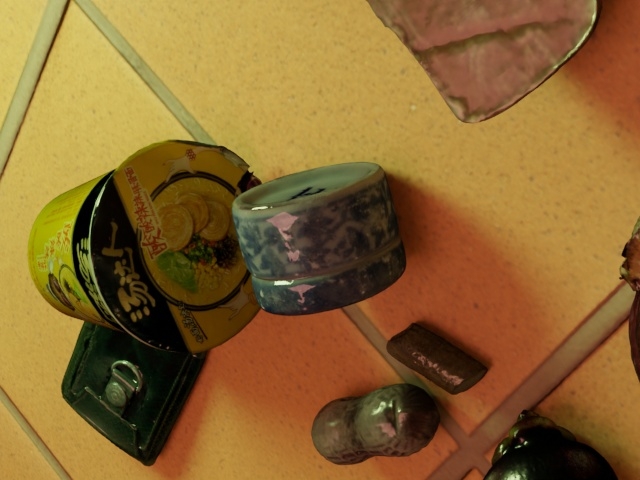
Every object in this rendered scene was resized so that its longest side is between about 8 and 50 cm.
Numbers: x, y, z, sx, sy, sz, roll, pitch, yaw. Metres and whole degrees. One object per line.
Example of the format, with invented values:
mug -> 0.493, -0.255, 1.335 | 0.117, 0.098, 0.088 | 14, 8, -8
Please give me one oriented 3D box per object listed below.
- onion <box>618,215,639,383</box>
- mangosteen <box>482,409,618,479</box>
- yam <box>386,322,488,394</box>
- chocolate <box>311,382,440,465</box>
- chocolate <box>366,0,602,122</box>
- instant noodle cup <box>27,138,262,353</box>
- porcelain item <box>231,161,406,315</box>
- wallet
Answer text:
onion -> 0.380, 0.051, 0.831 | 0.349, 0.159, 0.267 | 31, 141, 19
mangosteen -> 0.197, 0.218, 1.120 | 0.137, 0.137, 0.151 | -51, 39, 45
yam -> 0.109, 0.113, 1.196 | 0.094, 0.043, 0.043 | 33, 130, 27
chocolate -> 0.054, 0.184, 1.263 | 0.167, 0.072, 0.072 | -24, 93, 47
chocolate -> 0.112, -0.228, 0.993 | 0.157, 0.080, 0.254 | -41, 80, 29
instant noodle cup -> -0.191, 0.008, 1.324 | 0.236, 0.215, 0.215 | -3, 109, 54
porcelain item -> 0.000, 0.000, 1.164 | 0.147, 0.147, 0.114 | 0, 109, 43
wallet -> -0.228, 0.155, 1.531 | 0.160, 0.055, 0.236 | 39, 132, 14
